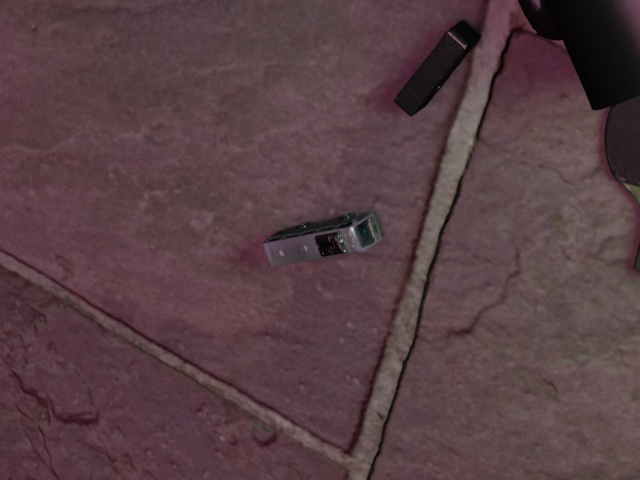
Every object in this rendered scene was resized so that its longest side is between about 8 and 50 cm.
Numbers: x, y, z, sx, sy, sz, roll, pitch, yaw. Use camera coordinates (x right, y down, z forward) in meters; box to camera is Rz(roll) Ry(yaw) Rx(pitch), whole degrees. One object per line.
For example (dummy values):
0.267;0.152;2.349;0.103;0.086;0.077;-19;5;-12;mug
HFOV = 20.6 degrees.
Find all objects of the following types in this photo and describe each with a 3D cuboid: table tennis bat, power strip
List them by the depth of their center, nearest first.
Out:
0.329;-0.066;1.684;0.130;0.019;0.220;19;119;25;table tennis bat
0.116;-0.170;1.760;0.029;0.038;0.111;44;129;6;power strip

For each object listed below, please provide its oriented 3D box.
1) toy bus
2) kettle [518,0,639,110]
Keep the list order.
0.000;0.000;1.903;0.131;0.052;0.037;-10;103;35;toy bus
0.260;-0.292;1.546;0.203;0.262;0.308;-28;93;3;kettle
